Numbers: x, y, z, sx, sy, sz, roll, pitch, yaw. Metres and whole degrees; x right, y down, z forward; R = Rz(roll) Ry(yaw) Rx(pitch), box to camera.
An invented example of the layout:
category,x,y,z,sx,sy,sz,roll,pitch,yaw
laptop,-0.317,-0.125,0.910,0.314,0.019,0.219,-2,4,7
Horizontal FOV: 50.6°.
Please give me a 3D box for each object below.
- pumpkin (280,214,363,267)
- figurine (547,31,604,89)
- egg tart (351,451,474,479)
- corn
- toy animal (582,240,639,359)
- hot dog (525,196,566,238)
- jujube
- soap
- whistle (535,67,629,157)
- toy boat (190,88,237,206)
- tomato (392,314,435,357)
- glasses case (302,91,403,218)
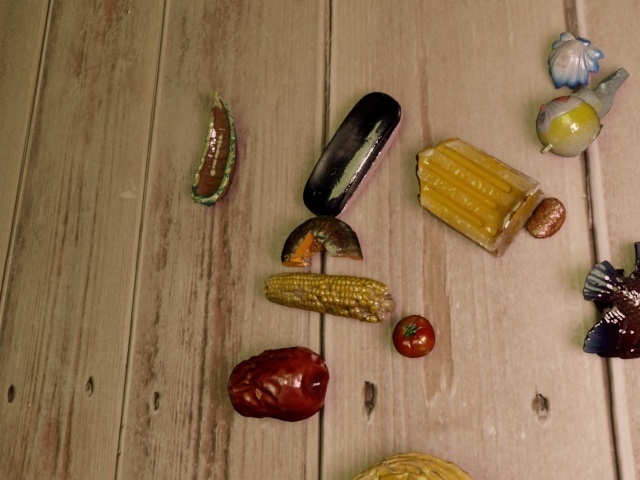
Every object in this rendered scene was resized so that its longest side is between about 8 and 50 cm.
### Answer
category,x,y,z,sx,sy,sz,roll,pitch,yaw
pumpkin,0.000,0.000,1.478,0.183,0.119,0.108,-9,82,25
figurine,0.489,-0.343,1.326,0.114,0.079,0.114,21,123,36
egg tart,0.157,0.560,1.148,0.388,0.169,0.388,-23,47,27
corn,0.015,0.116,1.450,0.320,0.097,0.097,4,77,34
toy animal,0.533,0.112,1.119,0.179,0.116,0.218,28,84,35
hot dog,0.427,-0.040,1.281,0.058,0.035,0.083,39,96,34
jujube,-0.093,0.304,1.422,0.230,0.155,0.155,-13,68,29
soap,0.294,-0.099,1.354,0.257,0.080,0.160,39,95,34
whistle,0.484,-0.245,1.268,0.223,0.123,0.123,-46,56,-5
toy boat,-0.261,-0.229,1.728,0.108,0.099,0.293,6,85,33
tomato,0.185,0.191,1.333,0.087,0.075,0.087,-15,53,21
glasses case,0.071,-0.190,1.522,0.122,0.075,0.314,34,94,36
